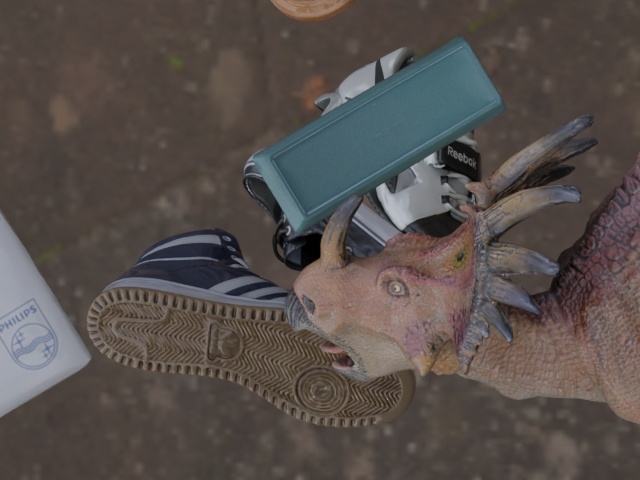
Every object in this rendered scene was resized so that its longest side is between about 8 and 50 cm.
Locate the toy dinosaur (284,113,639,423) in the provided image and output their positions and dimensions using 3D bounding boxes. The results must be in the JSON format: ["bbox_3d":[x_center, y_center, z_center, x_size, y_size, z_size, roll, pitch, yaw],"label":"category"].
[{"bbox_3d":[0.153,-0.002,0.803,0.296,0.200,0.127,-40,19,-9],"label":"toy dinosaur"}]

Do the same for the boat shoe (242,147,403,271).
[{"bbox_3d":[0.000,0.000,1.675,0.228,0.076,0.080,38,153,28],"label":"boat shoe"}]

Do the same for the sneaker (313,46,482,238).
[{"bbox_3d":[0.120,-0.085,2.062,0.146,0.122,0.330,-40,55,13],"label":"sneaker"}]

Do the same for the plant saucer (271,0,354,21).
[{"bbox_3d":[-0.004,-0.205,1.445,0.084,0.013,0.083,-6,68,16],"label":"plant saucer"}]

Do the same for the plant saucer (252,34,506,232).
[{"bbox_3d":[0.047,-0.081,1.412,0.067,0.192,0.018,59,166,0],"label":"plant saucer"}]

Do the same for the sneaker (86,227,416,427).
[{"bbox_3d":[-0.047,0.070,1.662,0.153,0.282,0.099,-64,-12,-68],"label":"sneaker"}]

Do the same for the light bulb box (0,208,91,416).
[{"bbox_3d":[-0.346,-0.026,1.171,0.361,0.225,0.358,60,167,-7],"label":"light bulb box"}]
